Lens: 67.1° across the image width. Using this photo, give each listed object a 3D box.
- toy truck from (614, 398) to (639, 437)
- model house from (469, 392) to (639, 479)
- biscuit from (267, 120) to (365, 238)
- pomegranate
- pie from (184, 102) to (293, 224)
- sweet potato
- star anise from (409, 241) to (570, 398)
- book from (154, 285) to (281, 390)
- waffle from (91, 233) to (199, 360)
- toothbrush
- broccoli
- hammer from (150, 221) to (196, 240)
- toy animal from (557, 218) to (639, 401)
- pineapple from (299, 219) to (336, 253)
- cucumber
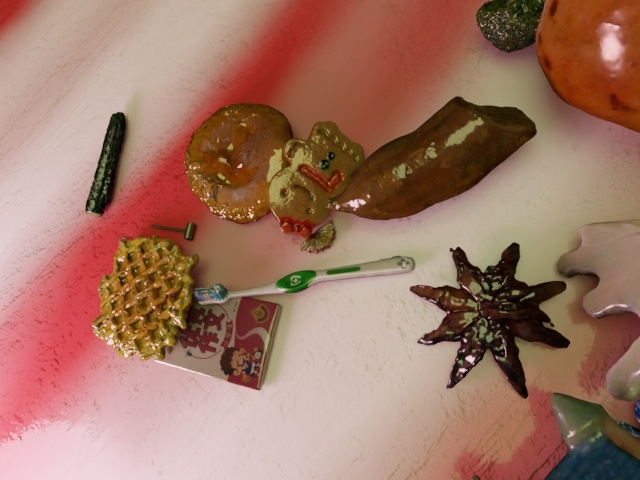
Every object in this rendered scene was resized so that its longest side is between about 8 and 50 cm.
[{"bbox_3d":[0.470,0.260,0.707,0.136,0.063,0.074,25,103,23],"label":"toy truck"},{"bbox_3d":[0.333,0.388,0.625,0.280,0.245,0.312,38,87,29],"label":"model house"},{"bbox_3d":[-0.015,-0.115,0.915,0.166,0.036,0.225,40,84,-7],"label":"biscuit"},{"bbox_3d":[0.516,-0.354,0.704,0.409,0.410,0.411,-4,75,15],"label":"pomegranate"},{"bbox_3d":[-0.165,-0.166,0.990,0.273,0.069,0.274,-5,74,19],"label":"pie"},{"bbox_3d":[0.186,-0.129,0.842,0.369,0.157,0.158,-33,69,17],"label":"sweet potato"},{"bbox_3d":[0.268,0.122,0.774,0.271,0.102,0.272,-5,75,18],"label":"star anise"},{"bbox_3d":[-0.200,0.180,0.933,0.231,0.022,0.162,10,77,17],"label":"book"},{"bbox_3d":[-0.352,0.110,0.967,0.245,0.052,0.254,8,77,27],"label":"waffle"},{"bbox_3d":[-0.033,0.077,0.900,0.417,0.040,0.042,-8,54,7],"label":"toothbrush"},{"bbox_3d":[0.364,-0.417,0.879,0.162,0.138,0.145,-29,51,-35],"label":"broccoli"},{"bbox_3d":[-0.314,-0.024,1.024,0.110,0.019,0.036,7,78,23],"label":"hammer"},{"bbox_3d":[0.505,0.110,0.690,0.188,0.308,0.266,8,98,-20],"label":"toy animal"},{"bbox_3d":[0.000,0.000,0.925,0.083,0.019,0.045,-36,66,1],"label":"pineapple"},{"bbox_3d":[-0.480,-0.178,1.094,0.044,0.043,0.257,5,77,12],"label":"cucumber"}]
